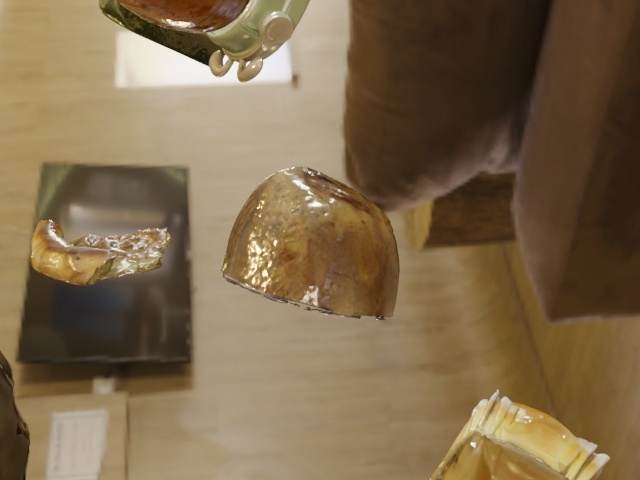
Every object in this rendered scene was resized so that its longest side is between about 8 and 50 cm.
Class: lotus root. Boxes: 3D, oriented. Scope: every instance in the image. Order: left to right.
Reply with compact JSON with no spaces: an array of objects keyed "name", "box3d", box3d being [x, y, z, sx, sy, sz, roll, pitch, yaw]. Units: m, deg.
[{"name":"lotus root","box3d":[0.000,0.000,1.552,0.272,0.272,0.192,-162,89,-85]}]

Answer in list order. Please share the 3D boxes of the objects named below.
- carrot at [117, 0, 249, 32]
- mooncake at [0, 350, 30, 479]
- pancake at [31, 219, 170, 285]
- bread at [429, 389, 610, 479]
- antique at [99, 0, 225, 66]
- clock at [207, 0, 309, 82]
[{"name":"carrot","box3d":[-0.106,-0.182,0.634,0.193,0.087,0.087,21,-118,-65]},{"name":"mooncake","box3d":[-0.307,0.135,0.612,0.290,0.161,0.290,-10,-79,-56]},{"name":"pancake","box3d":[-0.363,0.017,1.676,0.212,0.257,0.056,-62,-33,-67]},{"name":"bread","box3d":[0.168,0.275,1.066,0.107,0.136,0.241,-39,-24,-58]},{"name":"antique","box3d":[-0.255,-0.364,1.759,0.080,0.221,0.081,-64,28,13]},{"name":"clock","box3d":[-0.072,-0.269,1.187,0.151,0.062,0.191,21,90,56]}]
